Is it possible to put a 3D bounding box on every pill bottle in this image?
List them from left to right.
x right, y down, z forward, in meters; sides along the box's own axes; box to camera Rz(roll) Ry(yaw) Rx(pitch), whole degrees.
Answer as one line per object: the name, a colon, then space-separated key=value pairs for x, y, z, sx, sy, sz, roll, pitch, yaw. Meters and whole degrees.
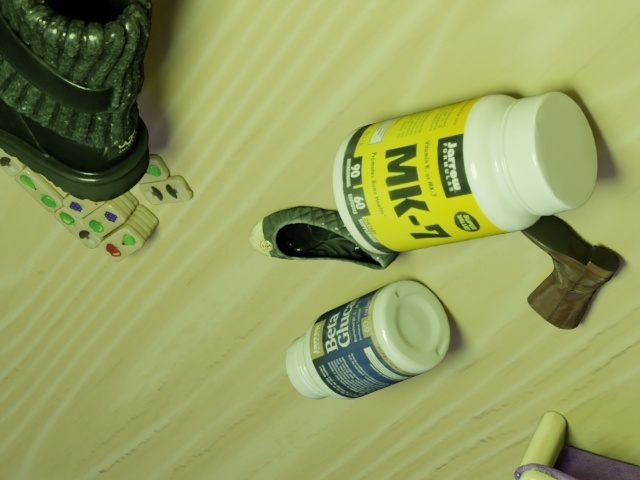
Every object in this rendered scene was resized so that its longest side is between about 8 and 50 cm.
pill bottle: x=0.042 y=0.107 z=1.686 sx=0.094 sy=0.094 sz=0.169 roll=45 pitch=139 yaw=-16
pill bottle: x=0.123 y=-0.059 z=1.440 sx=0.208 sy=0.119 sz=0.119 roll=-12 pitch=125 yaw=40

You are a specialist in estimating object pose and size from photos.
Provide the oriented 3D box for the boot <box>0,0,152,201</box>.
boot: x=-0.293 y=-0.202 z=1.509 sx=0.348 sy=0.131 sz=0.260 roll=26 pitch=151 yaw=13

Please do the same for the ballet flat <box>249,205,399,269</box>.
ballet flat: x=0.000 y=0.000 z=1.636 sx=0.173 sy=0.049 sz=0.057 roll=0 pitch=131 yaw=33

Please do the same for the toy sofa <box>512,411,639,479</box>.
toy sofa: x=0.363 y=0.283 z=1.622 sx=0.362 sy=0.150 sz=0.177 roll=16 pitch=134 yaw=18

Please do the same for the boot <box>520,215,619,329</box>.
boot: x=0.209 y=0.030 z=1.549 sx=0.106 sy=0.037 sz=0.114 roll=32 pitch=146 yaw=3

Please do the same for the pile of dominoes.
pile of dominoes: x=-0.273 y=-0.085 z=1.732 sx=0.251 sy=0.040 sz=0.196 roll=44 pitch=140 yaw=-15
